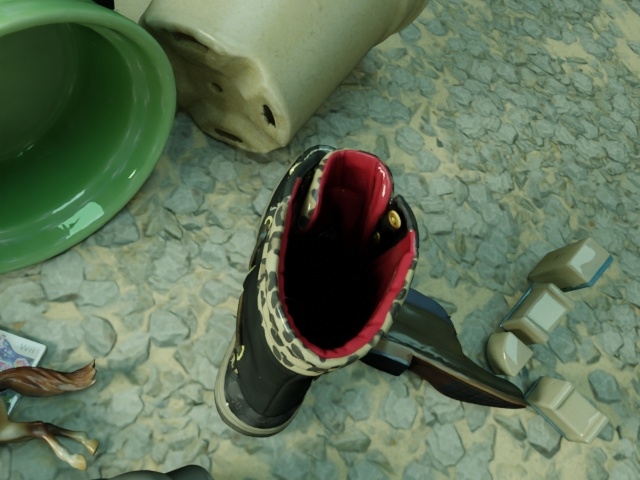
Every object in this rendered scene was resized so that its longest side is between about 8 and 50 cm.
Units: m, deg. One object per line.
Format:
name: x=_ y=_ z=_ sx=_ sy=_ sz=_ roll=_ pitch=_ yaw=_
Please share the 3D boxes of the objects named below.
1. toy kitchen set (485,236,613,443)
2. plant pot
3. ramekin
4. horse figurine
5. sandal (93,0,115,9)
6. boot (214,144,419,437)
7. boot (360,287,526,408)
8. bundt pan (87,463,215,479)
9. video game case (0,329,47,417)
toy kitchen set: x=0.334 y=0.134 z=0.725 sx=0.166 sy=0.122 sz=0.207 roll=43 pitch=80 yaw=6
plant pot: x=-0.061 y=-0.296 z=0.699 sx=0.333 sy=0.334 sz=0.305 roll=30 pitch=71 yaw=-2
ramekin: x=-0.307 y=-0.123 z=0.526 sx=0.148 sy=0.303 sz=0.303 roll=42 pitch=60 yaw=14
horse figurine: x=-0.299 y=0.196 z=0.457 sx=0.174 sy=0.066 sz=0.263 roll=29 pitch=32 yaw=-10
sandal: x=-0.465 y=-0.238 z=0.626 sx=0.445 sy=0.167 sz=0.107 roll=-20 pitch=114 yaw=-30
boot: x=0.000 y=0.000 z=0.563 sx=0.138 sy=0.284 sz=0.377 roll=23 pitch=61 yaw=-6
boot: x=0.160 y=0.131 z=0.669 sx=0.219 sy=0.082 sz=0.106 roll=22 pitch=63 yaw=-4
bundt pan: x=-0.105 y=0.317 z=0.380 sx=0.330 sy=0.124 sz=0.331 roll=33 pitch=35 yaw=-27
video game case: x=-0.346 y=0.148 z=0.538 sx=0.087 sy=0.011 sz=0.122 roll=21 pitch=60 yaw=-7
